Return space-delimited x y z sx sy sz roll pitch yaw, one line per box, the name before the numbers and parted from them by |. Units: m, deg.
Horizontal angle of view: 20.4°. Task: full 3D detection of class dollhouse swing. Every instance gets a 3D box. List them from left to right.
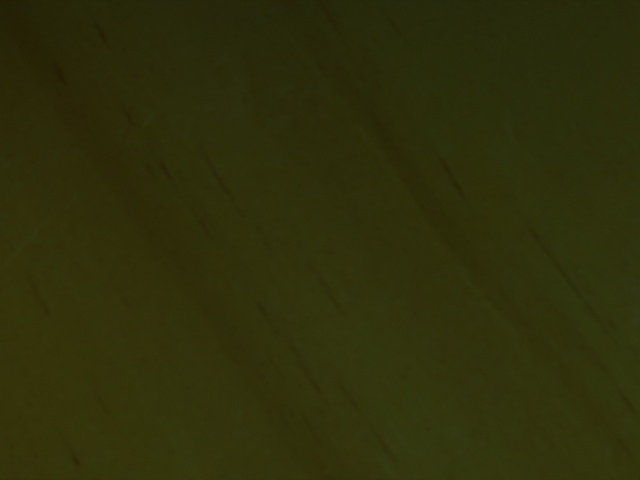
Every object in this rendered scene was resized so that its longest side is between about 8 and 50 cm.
dollhouse swing | 0.000 0.000 0.564 0.346 0.305 0.315 -32 168 -14
